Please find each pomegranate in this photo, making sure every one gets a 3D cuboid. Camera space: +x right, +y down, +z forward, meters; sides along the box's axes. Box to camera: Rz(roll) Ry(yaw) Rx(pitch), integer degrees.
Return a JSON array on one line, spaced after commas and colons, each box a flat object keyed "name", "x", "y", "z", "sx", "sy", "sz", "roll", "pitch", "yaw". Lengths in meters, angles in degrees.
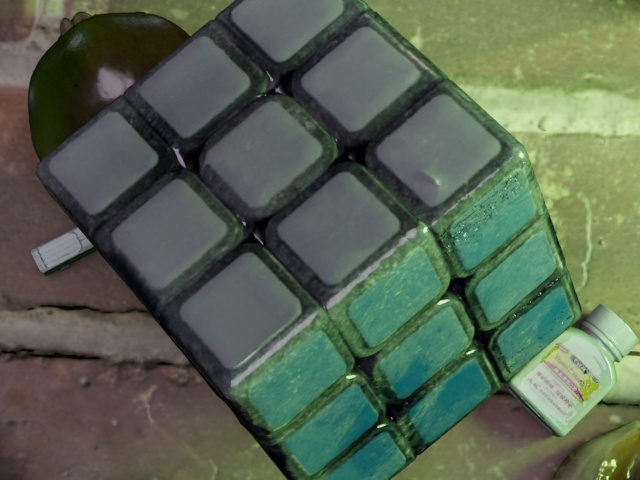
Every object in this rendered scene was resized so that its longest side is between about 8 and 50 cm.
[{"name": "pomegranate", "x": -0.190, "y": -0.138, "z": 1.636, "sx": 0.180, "sy": 0.180, "sz": 0.210, "roll": -32, "pitch": 46, "yaw": -3}]

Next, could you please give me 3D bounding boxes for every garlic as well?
[{"name": "garlic", "x": 0.259, "y": 0.267, "z": 1.619, "sx": 0.101, "sy": 0.087, "sz": 0.196, "roll": -5, "pitch": 82, "yaw": -15}]

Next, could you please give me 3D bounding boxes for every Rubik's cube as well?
[{"name": "Rubik's cube", "x": 0.000, "y": 0.000, "z": 1.493, "sx": 0.305, "sy": 0.301, "sz": 0.304, "roll": -41, "pitch": 57, "yaw": -7}]

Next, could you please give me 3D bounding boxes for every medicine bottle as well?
[{"name": "medicine bottle", "x": 0.237, "y": 0.118, "z": 1.648, "sx": 0.118, "sy": 0.055, "sz": 0.074, "roll": -43, "pitch": 84, "yaw": -5}]

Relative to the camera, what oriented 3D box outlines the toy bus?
[{"name": "toy bus", "x": -0.230, "y": 0.003, "z": 1.672, "sx": 0.083, "sy": 0.037, "sz": 0.031, "roll": -27, "pitch": 85, "yaw": -3}]
